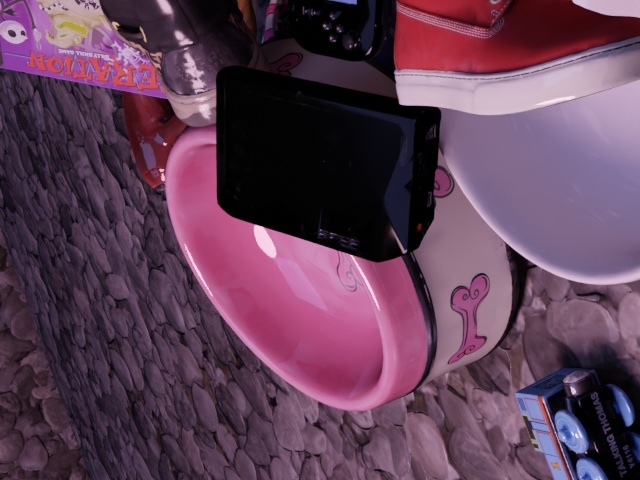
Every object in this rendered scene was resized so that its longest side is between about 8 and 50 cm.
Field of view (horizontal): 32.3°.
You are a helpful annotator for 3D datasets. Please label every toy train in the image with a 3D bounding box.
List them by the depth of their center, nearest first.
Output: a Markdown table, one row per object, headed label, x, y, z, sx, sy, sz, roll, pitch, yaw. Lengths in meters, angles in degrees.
| label | x | y | z | sx | sy | sz | roll | pitch | yaw |
| --- | --- | --- | --- | --- | --- | --- | --- | --- | --- |
| toy train | 0.254 | 0.204 | 1.024 | 0.184 | 0.080 | 0.105 | 68 | 161 | -5 |

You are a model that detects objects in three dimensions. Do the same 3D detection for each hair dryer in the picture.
| label | x | y | z | sx | sy | sz | roll | pitch | yaw |
| --- | --- | --- | --- | --- | --- | --- | --- | --- | --- |
| hair dryer | -0.196 | -0.159 | 1.576 | 0.293 | 0.080 | 0.223 | 41 | 127 | 31 |

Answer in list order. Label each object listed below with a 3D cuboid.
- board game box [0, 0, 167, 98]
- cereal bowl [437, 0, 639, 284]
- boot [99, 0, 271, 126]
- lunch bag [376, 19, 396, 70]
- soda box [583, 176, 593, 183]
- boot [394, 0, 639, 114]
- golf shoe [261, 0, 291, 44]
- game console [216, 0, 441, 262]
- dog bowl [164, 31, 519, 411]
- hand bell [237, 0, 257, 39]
| label | x | y | z | sx | sy | sz | roll | pitch | yaw |
| --- | --- | --- | --- | --- | --- | --- | --- | --- | --- |
| board game box | -0.271 | -0.284 | 1.370 | 0.208 | 0.347 | 0.056 | 97 | -176 | -48 |
| cereal bowl | 0.208 | -0.148 | 0.766 | 0.339 | 0.141 | 0.339 | 38 | 137 | 48 |
| boot | -0.188 | -0.304 | 1.067 | 0.284 | 0.138 | 0.377 | 62 | 179 | -43 |
| lunch bag | 0.054 | -0.172 | 1.111 | 0.067 | 0.065 | 0.098 | 47 | 147 | 11 |
| soda box | 0.204 | -0.060 | 0.934 | 0.169 | 0.060 | 0.053 | 42 | 138 | 39 |
| boot | 0.110 | -0.173 | 0.695 | 0.244 | 0.088 | 0.176 | 19 | 120 | 63 |
| golf shoe | -0.040 | -0.229 | 1.231 | 0.086 | 0.067 | 0.186 | 46 | 146 | 38 |
| game console | 0.001 | -0.169 | 0.888 | 0.213 | 0.044 | 0.361 | 17 | 115 | 36 |
| dog bowl | 0.000 | 0.000 | 1.151 | 0.408 | 0.150 | 0.408 | 37 | 148 | 28 |
| hand bell | -0.099 | -0.183 | 1.310 | 0.126 | 0.126 | 0.242 | 47 | 144 | 33 |
